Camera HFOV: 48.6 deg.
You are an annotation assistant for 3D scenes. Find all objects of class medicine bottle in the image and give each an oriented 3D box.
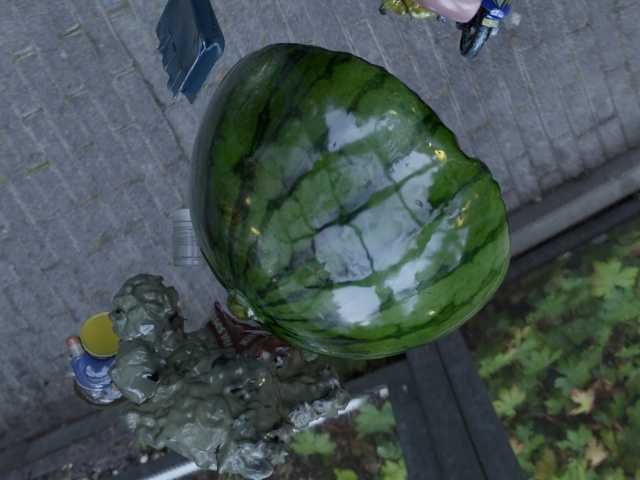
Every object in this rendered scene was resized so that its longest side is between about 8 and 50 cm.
[{"bbox_3d":[-0.209,-0.004,1.144,0.058,0.058,0.091,-1,87,-3],"label":"medicine bottle"}]

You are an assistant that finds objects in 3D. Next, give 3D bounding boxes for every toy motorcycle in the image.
[{"bbox_3d":[0.295,-0.461,1.281,0.113,0.315,0.169,16,138,-8],"label":"toy motorcycle"}]

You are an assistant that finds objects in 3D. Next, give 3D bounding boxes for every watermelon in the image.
[{"bbox_3d":[0.000,0.000,0.659,0.330,0.330,0.189,39,62,-17],"label":"watermelon"}]

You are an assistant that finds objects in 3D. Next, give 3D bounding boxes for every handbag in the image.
[{"bbox_3d":[-0.284,-0.419,1.504,0.062,0.229,0.179,8,136,-36],"label":"handbag"}]

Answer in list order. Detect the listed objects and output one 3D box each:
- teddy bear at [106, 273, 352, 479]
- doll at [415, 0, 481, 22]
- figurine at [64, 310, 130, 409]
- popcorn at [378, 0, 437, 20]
[{"bbox_3d":[-0.117,0.189,0.966,0.357,0.367,0.225,11,93,-16],"label":"teddy bear"},{"bbox_3d":[0.108,-0.432,0.923,0.268,0.284,0.216,11,114,-22],"label":"doll"},{"bbox_3d":[-0.443,0.265,1.480,0.161,0.158,0.275,14,150,-7],"label":"figurine"},{"bbox_3d":[0.212,-0.593,1.546,0.225,0.249,0.249,-39,109,2],"label":"popcorn"}]
